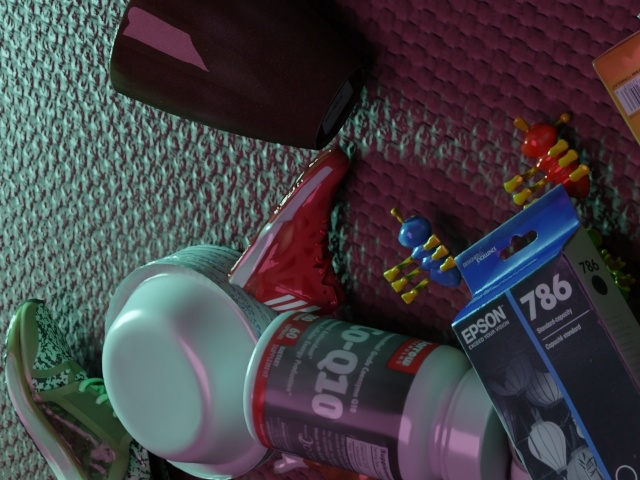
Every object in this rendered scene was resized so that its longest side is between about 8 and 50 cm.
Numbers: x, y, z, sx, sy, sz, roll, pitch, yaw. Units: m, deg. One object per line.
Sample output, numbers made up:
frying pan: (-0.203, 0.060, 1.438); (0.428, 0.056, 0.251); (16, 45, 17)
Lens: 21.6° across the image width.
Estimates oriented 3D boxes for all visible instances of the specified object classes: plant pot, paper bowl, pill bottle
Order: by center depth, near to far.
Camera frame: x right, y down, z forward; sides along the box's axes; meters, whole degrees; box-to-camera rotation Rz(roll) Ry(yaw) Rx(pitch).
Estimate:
plant pot: (-0.074, -0.199, 1.819); (0.230, 0.215, 0.215); (31, 126, 12)
pill bottle: (0.073, 0.181, 1.836); (0.283, 0.161, 0.161); (11, 114, 27)
paper bowl: (-0.153, 0.157, 2.047); (0.284, 0.148, 0.284); (15, 115, 36)

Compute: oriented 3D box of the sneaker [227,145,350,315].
sneaker: (0.000, 0.000, 1.920); (0.128, 0.087, 0.221); (37, 124, -3)

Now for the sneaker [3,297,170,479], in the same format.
sneaker: (-0.275, 0.251, 2.230); (0.182, 0.158, 0.410); (-26, 86, 12)

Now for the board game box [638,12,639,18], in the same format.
board game box: (0.435, -0.165, 1.414); (0.275, 0.142, 0.144); (45, 130, 18)

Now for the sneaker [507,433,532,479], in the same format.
sneaker: (0.333, 0.294, 1.706); (0.330, 0.122, 0.146); (22, 122, 43)

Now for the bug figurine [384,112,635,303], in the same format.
bug figurine: (0.204, 0.006, 1.730); (0.279, 0.072, 0.216); (-37, 88, 38)

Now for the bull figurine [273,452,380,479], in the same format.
bull figurine: (0.029, 0.354, 1.988); (0.188, 0.101, 0.310); (22, 109, 35)

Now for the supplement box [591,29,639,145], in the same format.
supplement box: (0.352, -0.091, 1.561); (0.080, 0.078, 0.233); (-31, 86, 40)

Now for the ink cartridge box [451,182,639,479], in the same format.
ink cartridge box: (0.239, 0.127, 1.622); (0.165, 0.065, 0.333); (-40, 70, 39)
